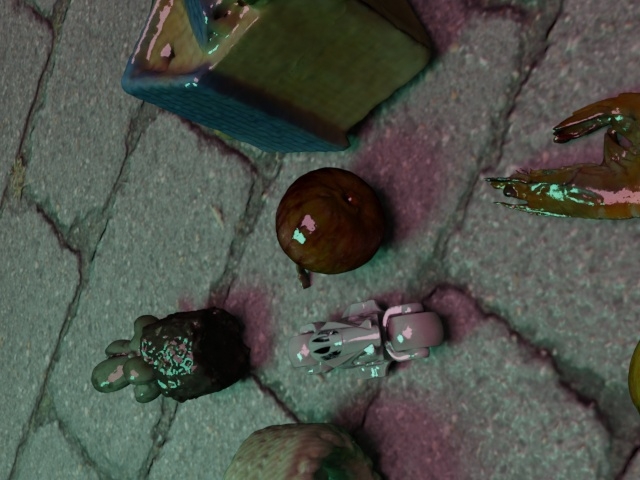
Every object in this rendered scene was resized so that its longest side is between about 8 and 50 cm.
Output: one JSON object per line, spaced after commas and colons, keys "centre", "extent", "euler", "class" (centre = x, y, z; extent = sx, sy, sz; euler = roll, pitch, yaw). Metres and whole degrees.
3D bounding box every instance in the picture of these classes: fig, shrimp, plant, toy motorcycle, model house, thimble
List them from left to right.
{"centre": [-0.254, 0.188, 1.373], "extent": [0.274, 0.146, 0.149], "euler": [-14, 81, 38], "class": "plant"}
{"centre": [-0.110, -0.329, 1.178], "extent": [0.342, 0.334, 0.382], "euler": [-38, 55, 29], "class": "model house"}
{"centre": [-0.025, 0.350, 1.131], "extent": [0.150, 0.219, 0.219], "euler": [-11, 80, 38], "class": "thimble"}
{"centre": [0.005, -0.025, 1.184], "extent": [0.149, 0.148, 0.202], "euler": [-49, 16, -13], "class": "fig"}
{"centre": [0.047, 0.136, 1.155], "extent": [0.254, 0.112, 0.112], "euler": [-16, 78, 39], "class": "toy motorcycle"}
{"centre": [0.308, -0.088, 0.988], "extent": [0.248, 0.068, 0.150], "euler": [-11, 68, 33], "class": "shrimp"}

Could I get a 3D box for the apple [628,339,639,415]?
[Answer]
{"centre": [0.401, 0.135, 0.815], "extent": [0.196, 0.196, 0.196], "euler": [-3, 86, 39], "class": "apple"}
